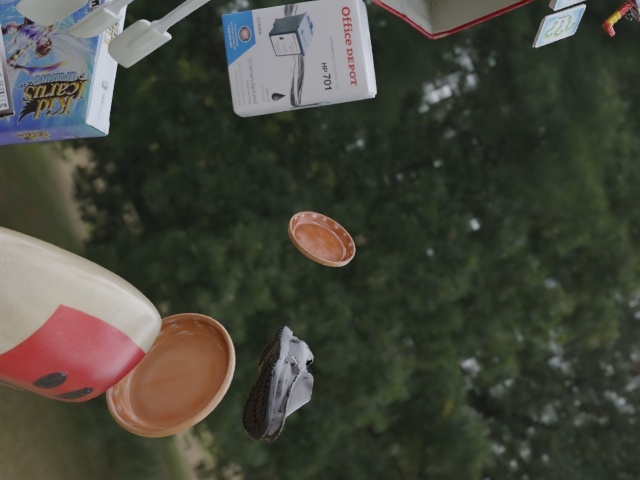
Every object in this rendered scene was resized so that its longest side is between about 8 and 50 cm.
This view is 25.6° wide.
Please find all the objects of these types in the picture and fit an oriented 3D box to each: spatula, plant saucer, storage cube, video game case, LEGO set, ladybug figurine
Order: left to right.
[{"bbox_3d":[-0.367,0.097,1.731,0.449,0.305,0.161,38,64,-63],"label":"ladybug figurine"},{"bbox_3d":[-0.446,-0.281,2.253,0.061,0.270,0.244,28,64,-57],"label":"video game case"},{"bbox_3d":[-0.205,-0.277,1.557,0.168,0.242,0.019,29,49,-35],"label":"spatula"},{"bbox_3d":[-0.208,0.195,1.998,0.037,0.200,0.200,57,3,-46],"label":"plant saucer"},{"bbox_3d":[0.000,0.000,1.616,0.013,0.083,0.083,-58,-135,35],"label":"plant saucer"},{"bbox_3d":[0.184,-0.430,2.005,0.184,0.215,0.193,22,56,-49],"label":"storage cube"},{"bbox_3d":[0.398,-0.334,1.812,0.060,0.244,0.182,48,-39,28],"label":"LEGO set"}]

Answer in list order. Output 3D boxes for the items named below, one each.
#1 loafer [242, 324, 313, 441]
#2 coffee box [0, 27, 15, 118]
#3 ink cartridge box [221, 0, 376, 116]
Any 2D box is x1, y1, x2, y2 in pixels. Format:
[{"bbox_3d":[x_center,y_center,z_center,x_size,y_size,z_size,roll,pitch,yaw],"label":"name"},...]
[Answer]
[{"bbox_3d":[-0.044,0.195,1.894,0.078,0.080,0.220,31,33,-10],"label":"loafer"},{"bbox_3d":[-0.475,-0.306,1.752,0.168,0.119,0.297,-136,-143,-54],"label":"coffee box"},{"bbox_3d":[-0.029,-0.253,1.931,0.082,0.191,0.139,-13,96,-81],"label":"ink cartridge box"}]
